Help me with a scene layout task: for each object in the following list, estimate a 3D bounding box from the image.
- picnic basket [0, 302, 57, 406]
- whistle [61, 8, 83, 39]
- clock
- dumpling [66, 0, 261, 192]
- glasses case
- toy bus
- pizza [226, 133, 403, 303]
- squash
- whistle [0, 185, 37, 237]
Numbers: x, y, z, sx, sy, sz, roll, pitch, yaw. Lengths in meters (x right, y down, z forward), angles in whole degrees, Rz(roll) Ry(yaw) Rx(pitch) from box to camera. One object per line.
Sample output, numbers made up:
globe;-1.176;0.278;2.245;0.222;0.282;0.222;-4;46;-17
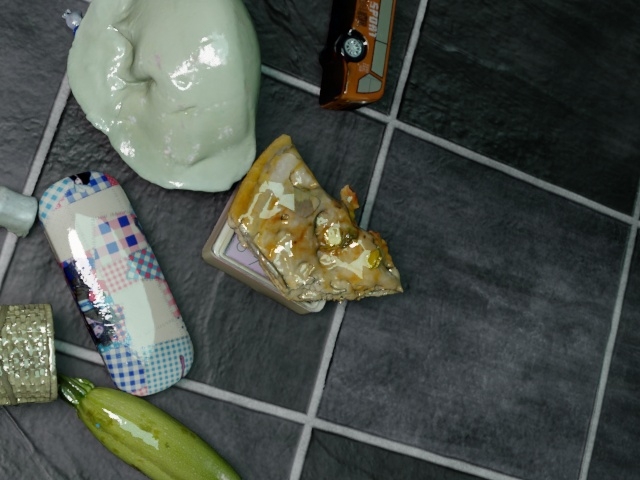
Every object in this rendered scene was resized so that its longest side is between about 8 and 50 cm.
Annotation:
picnic basket;-0.445;0.153;1.257;0.196;0.154;0.134;-1;84;-22
whistle;-0.345;-0.301;1.422;0.033;0.029;0.083;-28;86;-42
clock;-0.062;0.006;1.466;0.192;0.071;0.147;31;73;-14
dumpling;-0.192;-0.242;1.389;0.211;0.270;0.321;22;47;-50
glasses case;-0.285;0.060;1.370;0.125;0.076;0.327;-25;92;-19
toy bus;0.070;-0.405;1.559;0.092;0.093;0.409;14;79;-26
pizza;0.000;0.000;1.413;0.297;0.071;0.189;47;66;-15
squash;-0.226;0.282;1.344;0.341;0.094;0.094;41;71;-17
whistle;-0.545;-0.080;1.267;0.346;0.142;0.134;21;85;-29
